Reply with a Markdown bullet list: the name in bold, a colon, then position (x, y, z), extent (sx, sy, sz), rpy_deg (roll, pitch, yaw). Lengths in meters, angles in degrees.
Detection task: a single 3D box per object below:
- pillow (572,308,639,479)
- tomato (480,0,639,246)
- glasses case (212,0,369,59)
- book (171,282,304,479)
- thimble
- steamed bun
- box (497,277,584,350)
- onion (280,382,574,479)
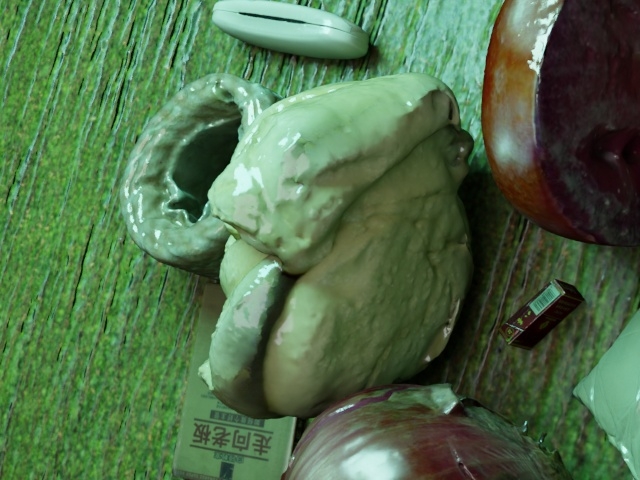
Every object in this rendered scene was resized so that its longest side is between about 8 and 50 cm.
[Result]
- **pillow**: position (0.370, 0.117, 1.528), extent (0.274, 0.076, 0.281), rpy_deg (-55, 25, 16)
- **tomato**: position (0.248, -0.170, 1.604), extent (0.176, 0.289, 0.335), rpy_deg (13, 85, 42)
- **glasses case**: position (-0.036, -0.244, 1.915), extent (0.204, 0.081, 0.051), rpy_deg (14, 86, 32)
- **book**: position (-0.085, 0.168, 1.896), extent (0.161, 0.026, 0.231), rpy_deg (6, 84, 33)
- **thimble**: position (-0.108, -0.069, 1.889), extent (0.196, 0.148, 0.229), rpy_deg (24, 91, 36)
- **steamed bun**: position (0.004, -0.003, 1.706), extent (0.230, 0.325, 0.372), rpy_deg (21, 108, 40)
- **box**: position (0.226, 0.076, 1.700), extent (0.082, 0.051, 0.023), rpy_deg (-45, 60, 17)
- **onion**: position (0.118, 0.294, 1.564), extent (0.353, 0.353, 0.354), rpy_deg (-7, 77, 31)
